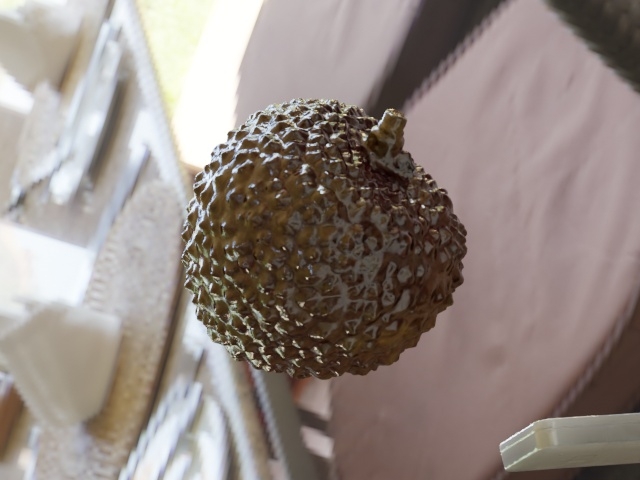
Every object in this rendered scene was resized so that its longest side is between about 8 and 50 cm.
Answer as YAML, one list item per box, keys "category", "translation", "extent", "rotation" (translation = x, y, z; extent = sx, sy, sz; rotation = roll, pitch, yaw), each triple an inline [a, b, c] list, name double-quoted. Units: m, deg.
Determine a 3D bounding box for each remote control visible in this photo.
- category: "remote control"
  translation: [0.299, 0.188, 1.456]
  extent: [0.103, 0.250, 0.034]
  rotation: [128, 138, -62]

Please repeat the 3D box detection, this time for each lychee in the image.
- category: "lychee"
  translation: [0.000, 0.000, 1.490]
  extent: [0.304, 0.275, 0.276]
  rotation: [-57, 25, 27]
